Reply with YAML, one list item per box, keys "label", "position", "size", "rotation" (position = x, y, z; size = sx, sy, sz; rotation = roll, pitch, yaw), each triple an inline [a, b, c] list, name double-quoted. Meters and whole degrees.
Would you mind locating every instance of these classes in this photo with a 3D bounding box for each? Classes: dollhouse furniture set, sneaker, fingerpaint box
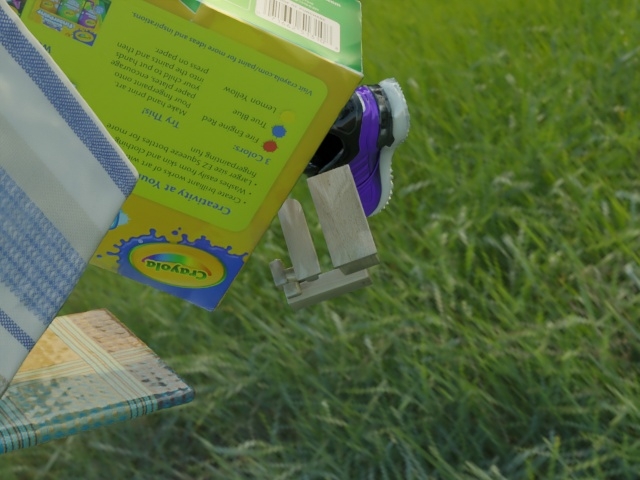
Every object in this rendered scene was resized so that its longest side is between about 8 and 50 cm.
- label: "dollhouse furniture set"
  position: [0.000, 0.000, 1.560]
  size: [0.144, 0.151, 0.123]
  rotation: [-19, 73, 6]
- label: "sneaker"
  position: [0.026, -0.118, 1.664]
  size: [0.146, 0.293, 0.102]
  rotation: [-16, 63, -15]
- label: "fingerpaint box"
  position: [-0.234, -0.167, 1.258]
  size: [0.371, 0.445, 0.163]
  rotation: [-57, 20, 35]

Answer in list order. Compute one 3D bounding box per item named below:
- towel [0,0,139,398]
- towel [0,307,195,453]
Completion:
- label: "towel"
  position: [-0.232, 0.005, 0.707]
  size: [0.034, 0.209, 0.285]
  rotation: [12, 62, 34]
- label: "towel"
  position: [-0.372, 0.175, 1.405]
  size: [0.271, 0.370, 0.040]
  rotation: [32, 125, 50]
